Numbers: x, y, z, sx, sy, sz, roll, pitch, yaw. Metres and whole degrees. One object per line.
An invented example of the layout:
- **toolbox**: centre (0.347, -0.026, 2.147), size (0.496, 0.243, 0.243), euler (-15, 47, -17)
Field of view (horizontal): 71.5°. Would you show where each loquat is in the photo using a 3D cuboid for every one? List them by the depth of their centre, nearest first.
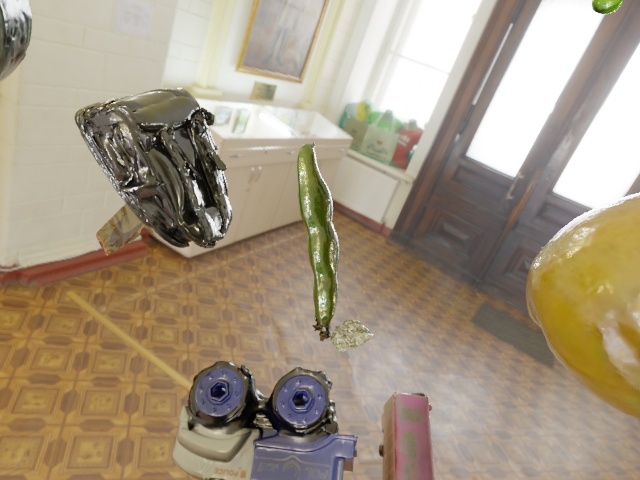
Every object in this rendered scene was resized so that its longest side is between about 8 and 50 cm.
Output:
- **loquat**: centre (0.304, 0.057, 0.401), size (0.213, 0.212, 0.213), euler (18, 22, -7)

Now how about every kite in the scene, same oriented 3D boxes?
- **kite**: centre (-0.357, -0.098, 0.953), size (0.013, 0.327, 0.377), euler (38, 25, -6)

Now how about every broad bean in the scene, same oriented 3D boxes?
- **broad bean**: centre (0.001, 0.000, 0.672), size (0.043, 0.297, 0.060), euler (-6, 2, 45)

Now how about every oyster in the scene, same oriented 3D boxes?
- **oyster**: centre (0.074, 0.250, 1.155), size (0.098, 0.100, 0.037), euler (45, 9, 31)

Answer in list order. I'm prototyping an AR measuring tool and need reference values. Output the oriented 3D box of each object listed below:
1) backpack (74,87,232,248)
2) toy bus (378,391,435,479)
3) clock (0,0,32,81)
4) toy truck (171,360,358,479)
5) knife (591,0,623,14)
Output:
- **backpack**: centre (-0.222, -0.106, 0.675), size (0.133, 0.258, 0.206), euler (-13, 21, 26)
- **toy bus**: centre (0.145, 0.382, 0.725), size (0.090, 0.112, 0.273), euler (7, 35, 3)
- **clock**: centre (-0.464, -0.271, 0.458), size (0.281, 0.280, 0.055), euler (14, 41, -17)
- **toy truck**: centre (-0.064, 0.252, 0.515), size (0.214, 0.161, 0.176), euler (3, 55, 7)
- **knife**: centre (0.298, -0.293, 0.398), size (0.054, 0.211, 0.015), euler (21, -8, 31)
